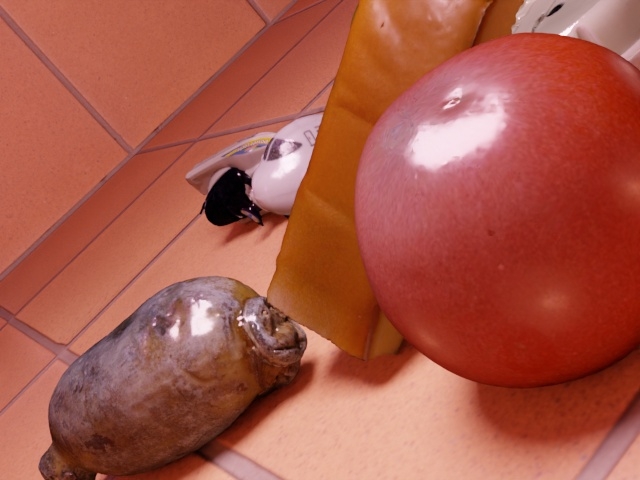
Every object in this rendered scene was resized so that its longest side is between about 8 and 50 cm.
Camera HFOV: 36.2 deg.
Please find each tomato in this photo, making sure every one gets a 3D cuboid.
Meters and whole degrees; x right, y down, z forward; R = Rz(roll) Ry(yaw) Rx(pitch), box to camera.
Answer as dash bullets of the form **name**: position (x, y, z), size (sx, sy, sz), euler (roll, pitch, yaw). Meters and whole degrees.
- **tomato**: position (0.145, -0.024, 0.713), size (0.255, 0.224, 0.256), euler (-26, 37, 22)

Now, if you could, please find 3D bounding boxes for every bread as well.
- **bread**: position (0.064, -0.082, 0.887), size (0.138, 0.077, 0.362), euler (29, 107, 38)

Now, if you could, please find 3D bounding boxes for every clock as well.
- **clock**: position (0.276, -0.218, 1.077), size (0.324, 0.109, 0.265), euler (-17, 29, 50)

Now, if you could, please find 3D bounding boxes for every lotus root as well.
- **lotus root**: position (-0.179, 0.153, 1.053), size (0.349, 0.175, 0.175), euler (-34, 19, 19)

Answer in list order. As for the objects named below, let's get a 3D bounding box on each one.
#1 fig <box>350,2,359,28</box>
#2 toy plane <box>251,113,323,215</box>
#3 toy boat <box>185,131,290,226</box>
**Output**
- **fig**: position (0.142, -0.330, 1.583), size (0.167, 0.167, 0.233), euler (-29, -16, 32)
- **toy plane**: position (0.023, -0.122, 1.293), size (0.266, 0.123, 0.267), euler (-20, 23, 9)
- **toy boat**: position (-0.104, -0.086, 1.508), size (0.141, 0.141, 0.269), euler (-50, 22, -25)
